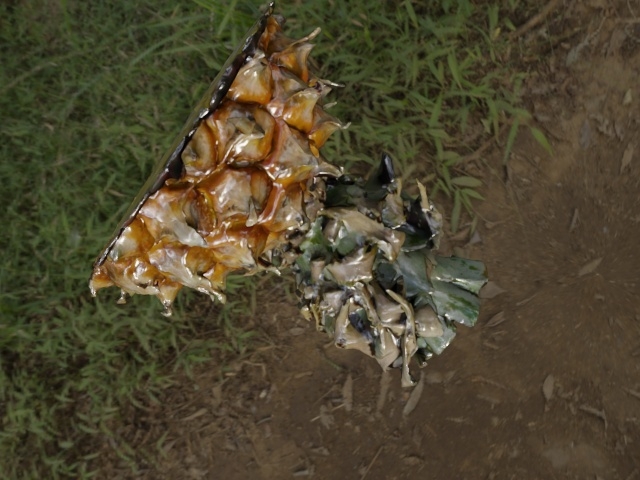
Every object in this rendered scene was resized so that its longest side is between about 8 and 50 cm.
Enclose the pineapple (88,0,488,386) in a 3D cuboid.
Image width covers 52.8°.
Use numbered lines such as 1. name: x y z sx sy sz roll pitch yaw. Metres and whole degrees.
1. pineapple: 0.000 0.000 0.508 0.272 0.262 0.262 33 102 -15
